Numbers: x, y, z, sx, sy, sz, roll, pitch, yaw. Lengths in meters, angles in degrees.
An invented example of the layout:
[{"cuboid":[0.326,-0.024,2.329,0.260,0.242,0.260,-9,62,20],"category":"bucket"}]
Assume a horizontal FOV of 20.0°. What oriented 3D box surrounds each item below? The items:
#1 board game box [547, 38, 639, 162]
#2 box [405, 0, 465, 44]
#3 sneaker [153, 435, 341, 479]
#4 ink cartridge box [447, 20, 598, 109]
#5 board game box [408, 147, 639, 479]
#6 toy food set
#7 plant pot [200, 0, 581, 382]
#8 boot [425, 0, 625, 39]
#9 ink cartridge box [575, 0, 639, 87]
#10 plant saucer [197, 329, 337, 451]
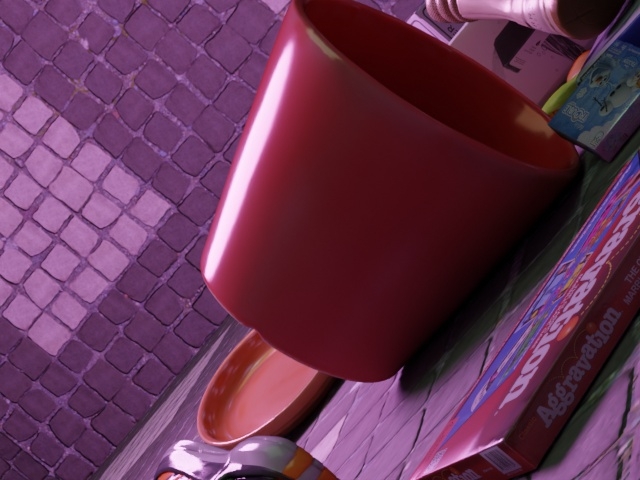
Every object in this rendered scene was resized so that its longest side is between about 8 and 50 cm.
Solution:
[{"cuboid":[0.229,-0.110,1.422,0.090,0.020,0.090,-52,24,2],"category":"board game box"},{"cuboid":[0.139,-0.186,2.287,0.087,0.169,0.290,-51,2,-33],"category":"box"},{"cuboid":[-0.099,0.244,1.321,0.180,0.124,0.321,-51,4,-22],"category":"sneaker"},{"cuboid":[0.198,-0.185,1.813,0.273,0.114,0.197,-50,-4,0],"category":"ink cartridge box"},{"cuboid":[0.159,0.031,1.073,0.281,0.027,0.145,-53,6,-25],"category":"board game box"},{"cuboid":[0.226,-0.129,1.681,0.132,0.038,0.192,-49,4,27],"category":"toy food set"},{"cuboid":[0.039,-0.034,1.507,0.243,0.275,0.275,-59,1,18],"category":"plant pot"},{"cuboid":[0.223,-0.294,1.640,0.203,0.095,0.262,12,65,53],"category":"boot"},{"cuboid":[0.302,-0.208,1.505,0.223,0.045,0.224,-49,4,29],"category":"ink cartridge box"},{"cuboid":[-0.044,0.143,1.891,0.200,0.037,0.200,-36,24,19],"category":"plant saucer"}]
